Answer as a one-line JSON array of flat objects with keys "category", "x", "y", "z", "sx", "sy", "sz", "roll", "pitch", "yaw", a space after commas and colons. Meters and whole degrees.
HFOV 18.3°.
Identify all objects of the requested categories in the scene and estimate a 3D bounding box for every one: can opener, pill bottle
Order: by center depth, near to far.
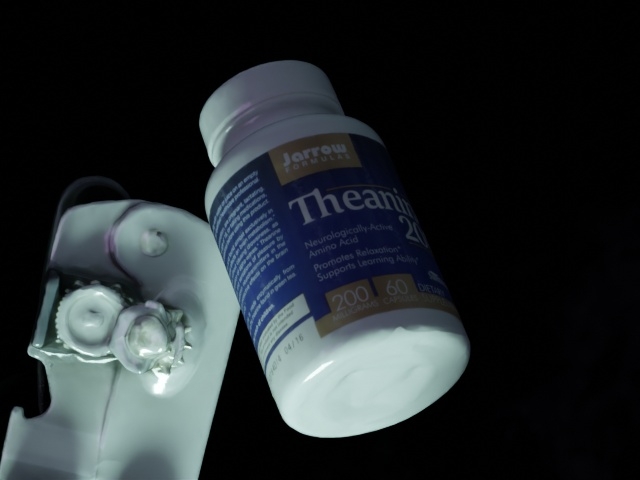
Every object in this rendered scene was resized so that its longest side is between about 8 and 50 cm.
[{"category": "pill bottle", "x": 0.000, "y": 0.000, "z": 0.670, "sx": 0.067, "sy": 0.067, "sz": 0.120, "roll": -42, "pitch": 54, "yaw": 31}, {"category": "can opener", "x": -0.091, "y": 0.117, "z": 0.747, "sx": 0.093, "sy": 0.074, "sz": 0.280, "roll": -179, "pitch": 103, "yaw": -80}]
